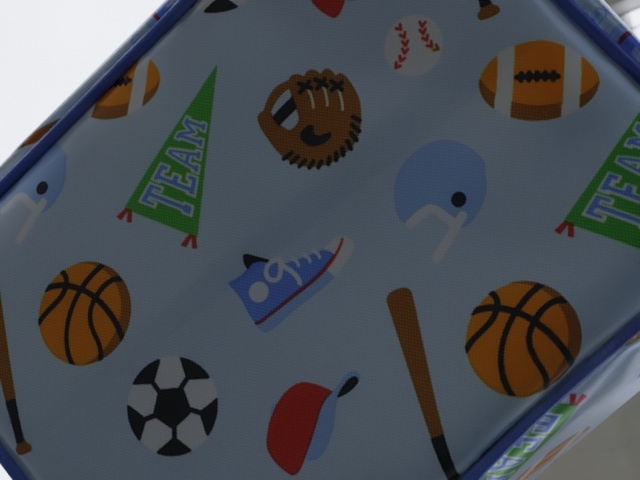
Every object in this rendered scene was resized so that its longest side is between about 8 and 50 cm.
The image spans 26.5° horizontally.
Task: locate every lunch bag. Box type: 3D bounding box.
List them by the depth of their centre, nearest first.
[{"bbox_3d":[0.000,0.000,0.535,0.303,0.115,0.243,-42,-108,7],"label":"lunch bag"}]
